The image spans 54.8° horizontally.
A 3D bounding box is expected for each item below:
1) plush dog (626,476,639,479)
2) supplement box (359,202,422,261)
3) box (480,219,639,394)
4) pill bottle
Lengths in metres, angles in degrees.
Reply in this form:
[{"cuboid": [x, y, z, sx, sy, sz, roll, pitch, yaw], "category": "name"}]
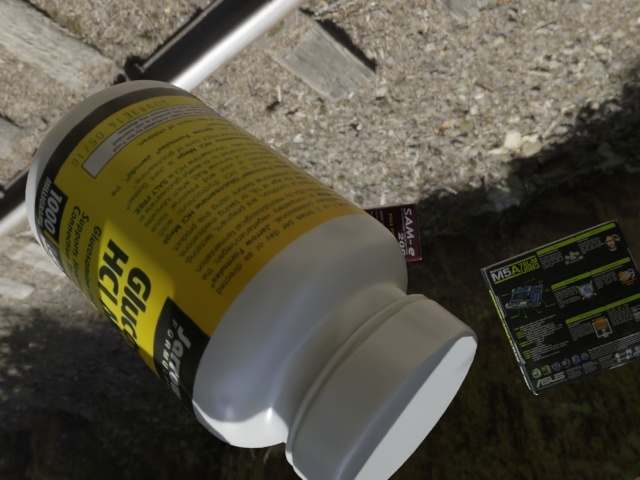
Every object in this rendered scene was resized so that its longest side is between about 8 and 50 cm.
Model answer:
[{"cuboid": [0.565, 0.498, 0.975, 0.262, 0.225, 0.211, 9, 138, -2], "category": "plush dog"}, {"cuboid": [0.000, 0.000, 0.790, 0.239, 0.073, 0.130, -8, -176, 2], "category": "supplement box"}, {"cuboid": [0.342, 0.090, 0.841, 0.190, 0.184, 0.045, -22, 173, 6], "category": "box"}, {"cuboid": [-0.060, 0.027, 0.468, 0.188, 0.334, 0.188, -36, 146, -29], "category": "pill bottle"}]
